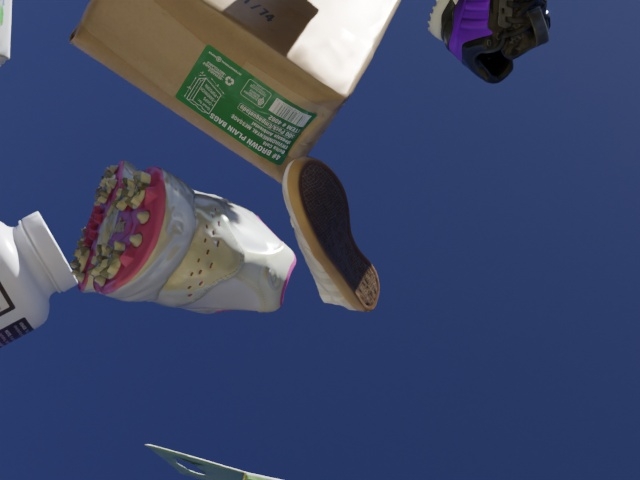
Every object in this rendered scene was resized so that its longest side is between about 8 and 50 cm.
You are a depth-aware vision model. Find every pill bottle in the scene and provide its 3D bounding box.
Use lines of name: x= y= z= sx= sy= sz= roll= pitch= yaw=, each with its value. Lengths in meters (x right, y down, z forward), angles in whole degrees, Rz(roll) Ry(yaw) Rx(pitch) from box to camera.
pill bottle: x=-0.526 y=0.087 z=1.554 sx=0.323 sy=0.181 sz=0.181 roll=-29 pitch=-113 yaw=-12

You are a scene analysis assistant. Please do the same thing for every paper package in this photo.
paper package: x=-0.098 y=-0.282 z=1.360 sx=0.325 sy=0.309 sz=0.168 roll=33 pitch=-48 yaw=-7

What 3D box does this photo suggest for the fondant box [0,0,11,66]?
fondant box: x=-0.420 y=-0.273 z=0.868 sx=0.096 sy=0.330 sz=0.238 roll=-30 pitch=-124 yaw=45

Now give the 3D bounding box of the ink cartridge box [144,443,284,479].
ink cartridge box: x=-0.072 y=0.293 z=1.184 sx=0.235 sy=0.171 sz=0.056 roll=10 pitch=-112 yaw=12

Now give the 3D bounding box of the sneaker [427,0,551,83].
sneaker: x=0.226 y=-0.295 z=1.243 sx=0.102 sy=0.293 sz=0.146 roll=-21 pitch=-115 yaw=-19

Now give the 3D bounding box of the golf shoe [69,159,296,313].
golf shoe: x=-0.116 y=0.008 z=0.846 sx=0.115 sy=0.140 sz=0.306 roll=-70 pitch=-161 yaw=0

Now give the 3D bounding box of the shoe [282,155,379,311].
shoe: x=0.000 y=0.000 z=1.093 sx=0.058 sy=0.219 sz=0.076 roll=4 pitch=-129 yaw=29
